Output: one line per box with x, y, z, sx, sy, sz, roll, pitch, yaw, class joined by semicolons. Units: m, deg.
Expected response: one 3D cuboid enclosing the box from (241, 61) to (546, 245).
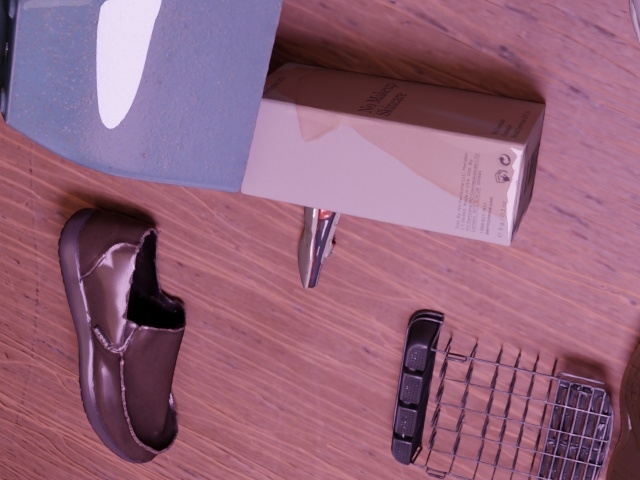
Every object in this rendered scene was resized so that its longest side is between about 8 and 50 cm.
0.079;-0.101;1.321;0.311;0.148;0.121;11;117;14;box

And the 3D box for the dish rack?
0.221;0.217;1.470;0.271;0.074;0.208;13;120;13;dish rack

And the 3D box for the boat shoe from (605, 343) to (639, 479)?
0.413;0.207;1.378;0.109;0.098;0.302;39;133;45;boat shoe

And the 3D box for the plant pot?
-0.215;-0.214;1.254;0.252;0.248;0.247;-1;123;-26;plant pot

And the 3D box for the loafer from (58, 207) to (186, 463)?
-0.243;0.135;1.565;0.130;0.134;0.366;-1;115;22;loafer

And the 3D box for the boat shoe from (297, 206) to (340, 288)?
0.000;0.000;1.460;0.043;0.049;0.137;-4;121;-21;boat shoe

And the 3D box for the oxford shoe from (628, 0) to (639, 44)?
0.318;-0.281;1.028;0.169;0.130;0.449;-26;138;9;oxford shoe
